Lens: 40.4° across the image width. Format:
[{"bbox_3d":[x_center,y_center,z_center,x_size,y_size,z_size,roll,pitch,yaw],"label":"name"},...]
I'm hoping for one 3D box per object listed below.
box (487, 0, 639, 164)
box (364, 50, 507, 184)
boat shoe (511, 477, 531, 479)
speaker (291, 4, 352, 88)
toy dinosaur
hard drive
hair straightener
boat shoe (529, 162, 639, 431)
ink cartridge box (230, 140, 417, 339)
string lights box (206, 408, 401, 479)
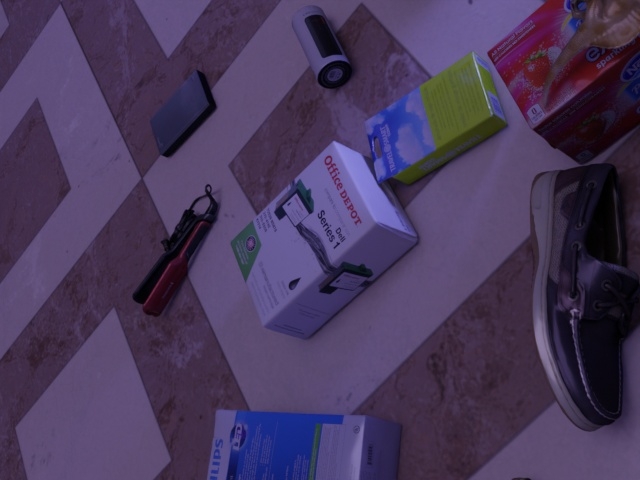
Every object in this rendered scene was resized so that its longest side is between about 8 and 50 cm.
[{"bbox_3d":[0.325,-0.218,0.924,0.257,0.123,0.128,-39,52,26],"label":"box"},{"bbox_3d":[0.145,-0.151,1.123,0.178,0.042,0.109,-31,55,31],"label":"box"},{"bbox_3d":[0.185,0.308,0.901,0.045,0.050,0.135,11,82,39],"label":"boat shoe"},{"bbox_3d":[0.001,-0.291,1.306,0.055,0.055,0.136,-40,50,25],"label":"speaker"},{"bbox_3d":[0.271,-0.218,0.849,0.183,0.053,0.092,-34,57,28],"label":"toy dinosaur"},{"bbox_3d":[-0.243,-0.222,1.528,0.135,0.022,0.094,-42,50,24],"label":"hard drive"},{"bbox_3d":[-0.240,0.006,1.418,0.089,0.047,0.230,34,98,45],"label":"hair straightener"},{"bbox_3d":[0.276,0.046,0.886,0.092,0.103,0.285,-23,53,41],"label":"boat shoe"},{"bbox_3d":[0.000,0.000,1.164,0.219,0.093,0.160,-44,50,23],"label":"ink cartridge box"},{"bbox_3d":[-0.030,0.285,1.091,0.260,0.077,0.133,-7,69,41],"label":"string lights box"}]
